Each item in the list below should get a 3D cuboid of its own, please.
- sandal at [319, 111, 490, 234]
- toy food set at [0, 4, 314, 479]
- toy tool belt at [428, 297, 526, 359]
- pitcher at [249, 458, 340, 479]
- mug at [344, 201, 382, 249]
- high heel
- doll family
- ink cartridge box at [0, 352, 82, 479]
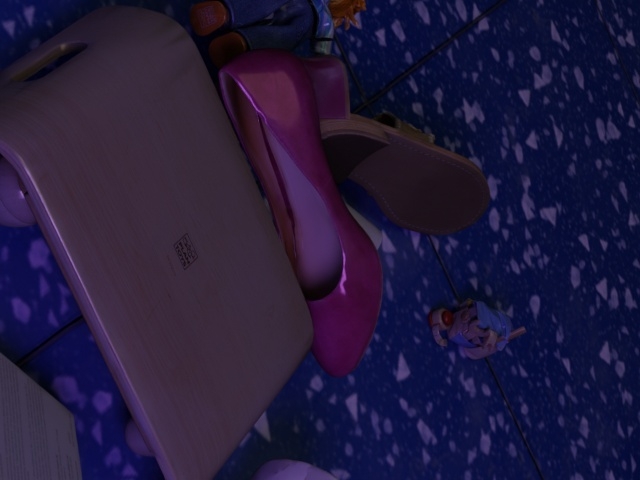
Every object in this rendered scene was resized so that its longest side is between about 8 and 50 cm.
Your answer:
[{"bbox_3d":[0.055,-0.077,1.351,0.240,0.088,0.079,20,40,-50],"label":"sandal"},{"bbox_3d":[-0.125,0.016,1.090,0.220,0.092,0.306,-48,120,-55],"label":"toy food set"},{"bbox_3d":[0.137,0.072,1.421,0.083,0.051,0.052,25,57,-45],"label":"toy tool belt"},{"bbox_3d":[-0.057,0.261,1.049,0.207,0.125,0.178,-36,127,-57],"label":"pitcher"},{"bbox_3d":[0.003,-0.003,1.272,0.064,0.062,0.078,47,36,-19],"label":"mug"},{"bbox_3d":[-0.020,-0.016,1.179,0.117,0.082,0.244,-10,102,-49],"label":"high heel"},{"bbox_3d":[-0.039,-0.199,1.242,0.163,0.118,0.263,-30,102,-50],"label":"doll family"},{"bbox_3d":[-0.205,0.101,0.917,0.179,0.045,0.145,43,12,-30],"label":"ink cartridge box"}]
